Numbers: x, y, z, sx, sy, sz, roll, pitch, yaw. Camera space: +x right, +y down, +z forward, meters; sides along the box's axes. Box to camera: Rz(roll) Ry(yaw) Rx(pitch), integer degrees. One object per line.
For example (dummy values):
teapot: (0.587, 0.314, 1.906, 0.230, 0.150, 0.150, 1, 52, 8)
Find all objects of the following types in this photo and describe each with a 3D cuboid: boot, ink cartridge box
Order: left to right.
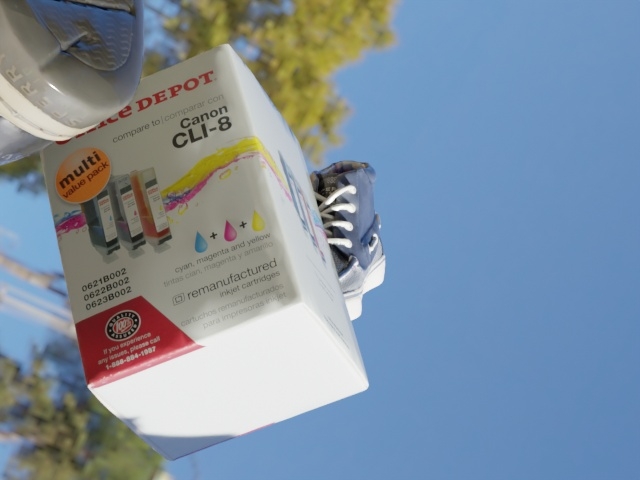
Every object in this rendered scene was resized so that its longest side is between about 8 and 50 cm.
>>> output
boot: (-0.226, -0.117, 0.990, 0.284, 0.138, 0.377, -35, -145, 21)
ink cartridge box: (-0.068, 0.007, 1.031, 0.128, 0.127, 0.176, -22, -121, 9)
boot: (0.000, 0.000, 1.208, 0.190, 0.069, 0.086, -46, 134, -75)
